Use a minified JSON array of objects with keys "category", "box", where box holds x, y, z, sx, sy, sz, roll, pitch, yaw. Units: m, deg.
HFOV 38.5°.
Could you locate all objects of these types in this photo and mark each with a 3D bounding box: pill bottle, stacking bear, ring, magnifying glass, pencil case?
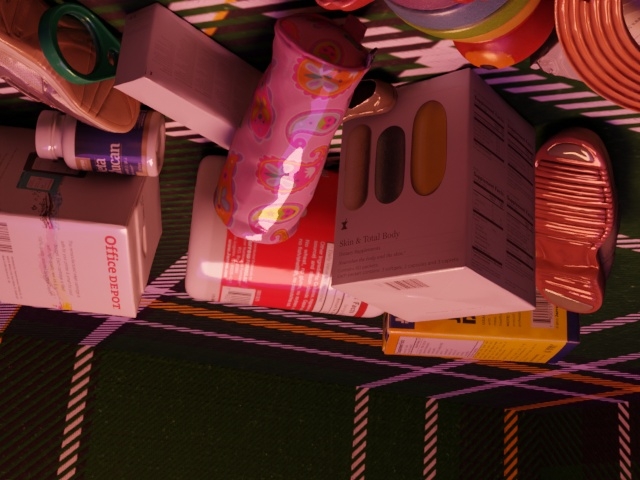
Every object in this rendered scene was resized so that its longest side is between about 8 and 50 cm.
[{"category":"pill bottle","box":[0.000,0.000,1.448,0.407,0.229,0.229,7,161,-7]},{"category":"stacking bear","box":[0.134,-0.241,0.816,0.175,0.164,0.289,4,175,29]},{"category":"ring","box":[0.373,-0.238,0.800,0.336,0.032,0.337,0,141,0]},{"category":"magnifying glass","box":[-0.248,-0.216,1.106,0.026,0.092,0.231,-11,167,30]},{"category":"pencil case","box":[-0.035,-0.129,1.074,0.124,0.124,0.284,11,128,-19]},{"category":"pill bottle","box":[-0.310,-0.143,1.299,0.169,0.094,0.094,5,162,-1]}]

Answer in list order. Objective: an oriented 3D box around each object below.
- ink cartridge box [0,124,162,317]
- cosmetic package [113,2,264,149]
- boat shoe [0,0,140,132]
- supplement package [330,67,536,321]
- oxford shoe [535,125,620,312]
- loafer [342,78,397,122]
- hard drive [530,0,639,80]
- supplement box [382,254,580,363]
[{"category":"ink cartridge box","box":[-0.393,-0.030,1.385,0.269,0.197,0.198,7,134,0]},{"category":"cosmetic package","box":[-0.141,-0.187,1.128,0.060,0.099,0.239,-10,156,36]},{"category":"boat shoe","box":[-0.332,-0.218,1.087,0.092,0.103,0.285,-2,157,34]},{"category":"supplement package","box":[0.154,-0.049,1.210,0.199,0.263,0.198,-10,156,36]},{"category":"oxford shoe","box":[0.389,-0.052,1.397,0.140,0.147,0.397,17,150,23]},{"category":"loafer","box":[0.024,-0.182,1.181,0.147,0.056,0.050,-14,155,20]},{"category":"hard drive","box":[0.423,-0.221,0.955,0.338,0.064,0.237,8,162,-14]},{"category":"supplement box","box":[0.305,0.119,1.788,0.356,0.195,0.194,3,161,1]}]
